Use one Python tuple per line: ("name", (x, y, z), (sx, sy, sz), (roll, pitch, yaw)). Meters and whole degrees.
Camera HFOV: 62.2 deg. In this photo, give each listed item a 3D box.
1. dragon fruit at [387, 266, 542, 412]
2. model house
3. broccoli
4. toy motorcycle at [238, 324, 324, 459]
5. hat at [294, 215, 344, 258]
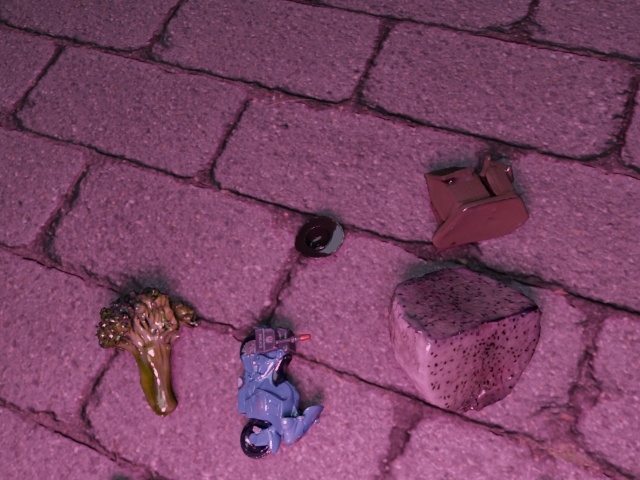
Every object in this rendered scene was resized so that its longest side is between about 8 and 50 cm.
("dragon fruit", (0.260, 0.195, 1.062), (0.283, 0.203, 0.221), (-12, 30, -24))
("model house", (0.343, -0.101, 1.219), (0.230, 0.122, 0.188), (-14, 60, -3))
("broccoli", (-0.359, 0.232, 1.188), (0.199, 0.177, 0.274), (-37, 95, -44))
("toy motorcycle", (-0.087, 0.304, 1.104), (0.182, 0.123, 0.272), (-12, 66, 14))
("hat", (0.000, 0.000, 1.259), (0.121, 0.050, 0.121), (-6, 66, 13))
